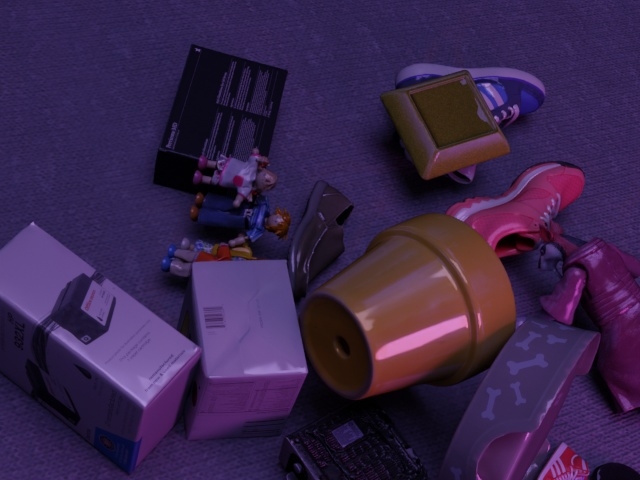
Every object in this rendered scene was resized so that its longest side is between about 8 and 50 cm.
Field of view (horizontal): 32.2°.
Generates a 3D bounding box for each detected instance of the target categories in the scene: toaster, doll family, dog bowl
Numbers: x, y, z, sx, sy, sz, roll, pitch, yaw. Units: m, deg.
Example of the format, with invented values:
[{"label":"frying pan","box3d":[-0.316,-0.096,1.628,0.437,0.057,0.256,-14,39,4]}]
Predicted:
[{"label":"toaster","box3d":[0.050,0.332,1.634,0.186,0.110,0.168,-25,66,-30]},{"label":"doll family","box3d":[-0.138,-0.015,1.812,0.163,0.118,0.263,12,70,14]},{"label":"dog bowl","box3d":[0.283,0.267,1.618,0.102,0.349,0.349,28,51,19]}]

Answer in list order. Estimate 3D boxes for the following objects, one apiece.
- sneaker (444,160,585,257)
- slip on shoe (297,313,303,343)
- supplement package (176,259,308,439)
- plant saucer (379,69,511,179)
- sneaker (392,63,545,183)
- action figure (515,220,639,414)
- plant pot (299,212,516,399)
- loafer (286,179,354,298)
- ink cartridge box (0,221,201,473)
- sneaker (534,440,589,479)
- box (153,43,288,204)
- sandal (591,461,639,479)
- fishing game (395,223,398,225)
[{"label":"sneaker","box3d":[0.366,-0.033,1.976,0.314,0.116,0.136,-25,46,-21]},{"label":"slip on shoe","box3d":[0.099,0.115,1.814,0.331,0.101,0.123,-8,73,-36]},{"label":"supplement package","box3d":[-0.124,0.164,1.645,0.149,0.203,0.194,-1,55,-16]},{"label":"plant saucer","box3d":[0.230,-0.220,1.986,0.188,0.045,0.188,-18,70,-19]},{"label":"sneaker","box3d":[0.293,-0.204,2.099,0.323,0.130,0.236,4,65,-21]},{"label":"action figure","box3d":[0.487,0.111,1.839,0.248,0.276,0.370,-36,85,-27]},{"label":"plant pot","box3d":[0.111,0.112,1.600,0.239,0.254,0.254,-22,64,-34]},{"label":"loafer","box3d":[0.000,0.000,1.869,0.087,0.094,0.251,18,52,2]},{"label":"ink cartridge box","box3d":[-0.339,0.155,1.575,0.307,0.223,0.129,36,55,10]},{"label":"sneaker","box3d":[0.379,0.374,1.744,0.067,0.042,0.118,36,51,14]},{"label":"box","box3d":[-0.175,-0.205,1.962,0.184,0.103,0.261,16,53,-8]},{"label":"sandal","box3d":[0.522,0.450,1.724,0.097,0.054,0.254,-20,63,-28]},{"label":"fishing game","box3d":[0.206,0.044,1.835,0.189,0.041,0.264,27,17,-18]}]
